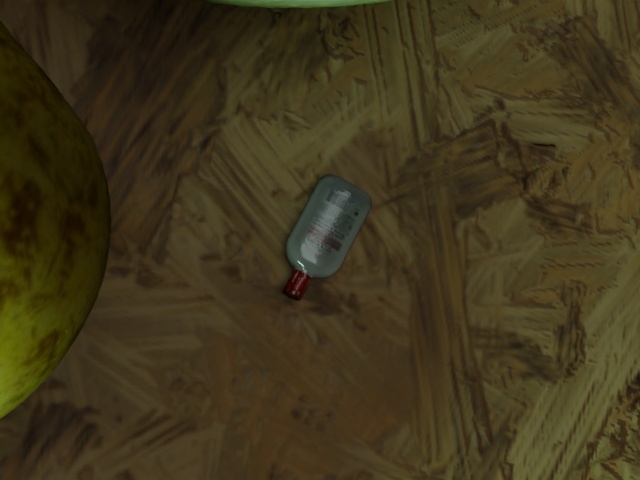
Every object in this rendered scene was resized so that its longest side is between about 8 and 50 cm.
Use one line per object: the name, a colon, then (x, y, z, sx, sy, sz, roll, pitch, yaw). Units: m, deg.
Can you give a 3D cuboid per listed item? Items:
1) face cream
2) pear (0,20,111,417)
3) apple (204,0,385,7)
face cream: (0.000, 0.000, 1.172, 0.040, 0.021, 0.083, 31, 76, -10)
pear: (-0.252, -0.012, 0.978, 0.280, 0.281, 0.281, 2, 82, -16)
apple: (-0.022, -0.311, 1.075, 0.360, 0.320, 0.312, -17, 126, -12)
